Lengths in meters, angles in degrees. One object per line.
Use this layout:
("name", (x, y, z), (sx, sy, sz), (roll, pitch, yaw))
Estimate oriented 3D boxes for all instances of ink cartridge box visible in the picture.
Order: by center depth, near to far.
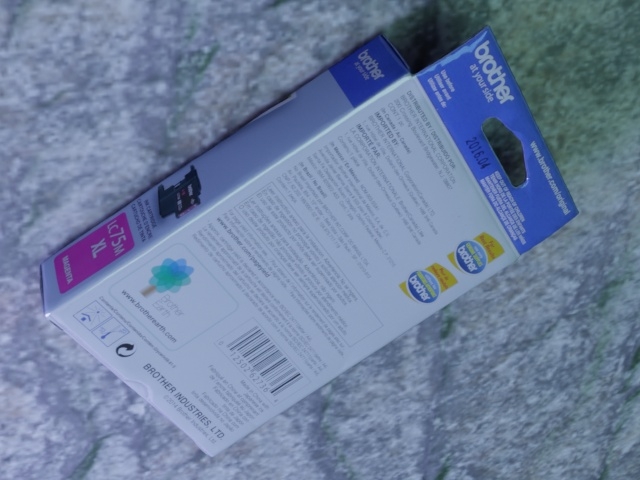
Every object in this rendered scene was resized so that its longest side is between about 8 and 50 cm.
("ink cartridge box", (0.000, 0.000, 0.694), (0.311, 0.065, 0.186), (-32, 131, 7))
